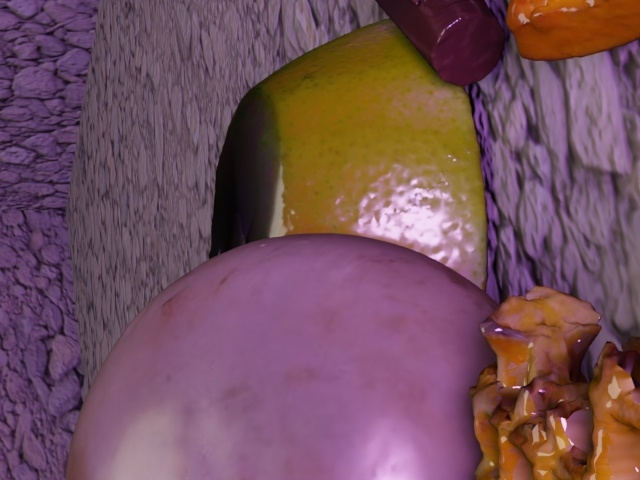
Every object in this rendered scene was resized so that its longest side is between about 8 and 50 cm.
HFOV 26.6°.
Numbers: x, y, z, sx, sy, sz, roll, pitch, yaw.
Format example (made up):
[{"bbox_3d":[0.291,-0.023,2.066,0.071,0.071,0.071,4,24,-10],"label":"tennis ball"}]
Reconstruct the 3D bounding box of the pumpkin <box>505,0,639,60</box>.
[{"bbox_3d":[0.191,-0.229,0.724,0.290,0.095,0.258,-157,65,-74],"label":"pumpkin"}]

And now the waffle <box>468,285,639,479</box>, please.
[{"bbox_3d":[0.188,0.097,0.645,0.324,0.151,0.261,118,151,-57],"label":"waffle"}]

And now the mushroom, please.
[{"bbox_3d":[0.002,0.178,0.963,0.294,0.362,0.362,36,-134,-63],"label":"mushroom"}]

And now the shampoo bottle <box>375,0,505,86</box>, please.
[{"bbox_3d":[0.083,-0.211,1.104,0.236,0.068,0.067,-116,32,-50],"label":"shampoo bottle"}]

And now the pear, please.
[{"bbox_3d":[-0.002,0.001,1.186,0.399,0.165,0.398,-179,90,-72],"label":"pear"}]
